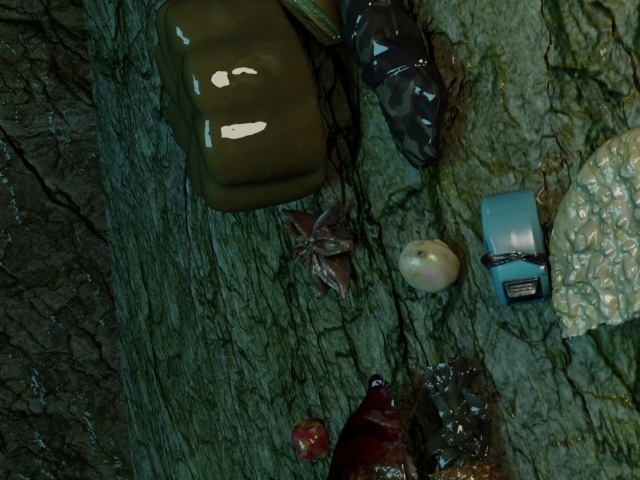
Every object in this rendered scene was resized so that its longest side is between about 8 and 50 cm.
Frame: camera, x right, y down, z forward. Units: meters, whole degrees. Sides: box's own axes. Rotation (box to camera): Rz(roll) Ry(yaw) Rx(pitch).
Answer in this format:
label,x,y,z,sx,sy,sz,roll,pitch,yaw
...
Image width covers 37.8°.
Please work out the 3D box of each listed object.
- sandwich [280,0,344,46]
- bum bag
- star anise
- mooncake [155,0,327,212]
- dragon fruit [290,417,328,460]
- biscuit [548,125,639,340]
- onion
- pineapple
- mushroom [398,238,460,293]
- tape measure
label,x,y,z,sx,sy,sz,roll,pitch,yaw
sandwich,-0.010,-0.406,1.376,0.090,0.088,0.245,20,117,58
bum bag,0.087,-0.255,1.230,0.144,0.095,0.341,99,153,-66
star anise,0.005,0.016,1.552,0.208,0.063,0.172,-11,94,62
mooncake,-0.143,-0.233,1.509,0.378,0.200,0.379,160,90,-77
dragon fruit,-0.023,0.368,1.748,0.083,0.056,0.060,-122,31,-41
biscuit,0.308,-0.019,0.869,0.281,0.084,0.179,-38,61,60
onion,0.069,0.353,1.361,0.314,0.146,0.280,76,-178,-60
pineapple,0.189,0.277,1.227,0.125,0.125,0.251,150,118,-64
mushroom,0.147,0.032,1.248,0.083,0.067,0.084,27,147,19
tape measure,0.216,0.008,1.034,0.146,0.081,0.125,22,-120,-74
